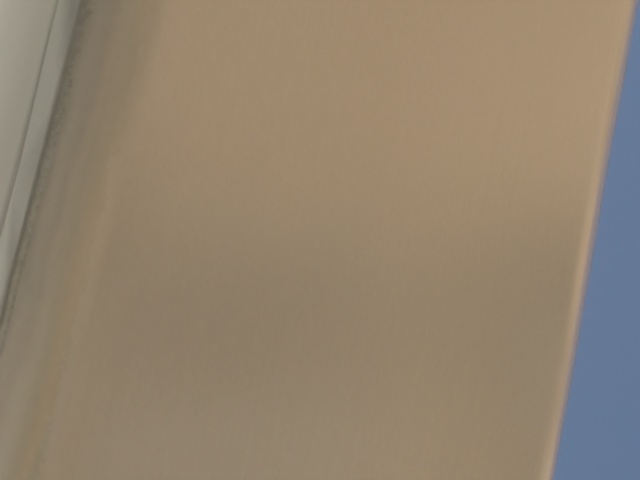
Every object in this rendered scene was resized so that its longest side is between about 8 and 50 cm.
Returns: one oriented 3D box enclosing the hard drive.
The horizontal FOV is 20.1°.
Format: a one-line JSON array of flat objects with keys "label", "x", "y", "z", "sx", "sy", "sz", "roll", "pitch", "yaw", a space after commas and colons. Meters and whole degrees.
[{"label": "hard drive", "x": 0.000, "y": 0.000, "z": 0.472, "sx": 0.047, "sy": 0.233, "sz": 0.353, "roll": 0, "pitch": -109, "yaw": 37}]
